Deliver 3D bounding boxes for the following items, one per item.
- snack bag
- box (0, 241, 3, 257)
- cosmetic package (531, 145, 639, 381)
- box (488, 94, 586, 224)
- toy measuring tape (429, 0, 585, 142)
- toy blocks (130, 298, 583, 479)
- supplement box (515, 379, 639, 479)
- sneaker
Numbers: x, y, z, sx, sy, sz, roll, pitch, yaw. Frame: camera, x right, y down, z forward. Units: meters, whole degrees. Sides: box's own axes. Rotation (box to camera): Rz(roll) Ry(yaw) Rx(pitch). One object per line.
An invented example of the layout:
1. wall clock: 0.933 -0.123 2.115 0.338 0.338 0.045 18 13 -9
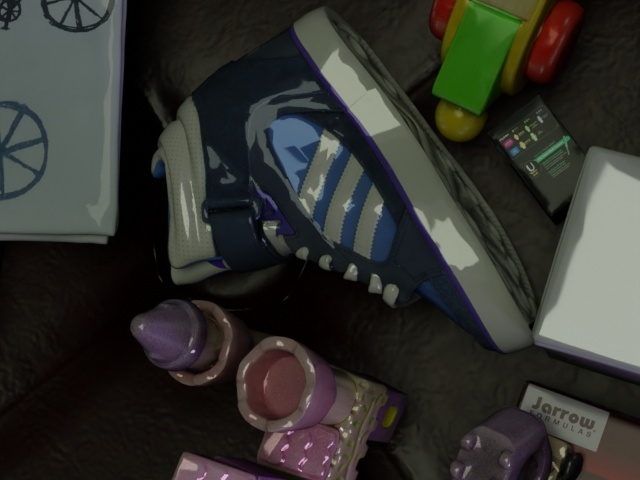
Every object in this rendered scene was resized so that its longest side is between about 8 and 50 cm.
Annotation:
1. snack bag: -0.313 -0.169 0.994 0.323 0.037 0.343 0 84 13
2. box: -0.414 -0.040 1.060 0.257 0.079 0.322 5 84 16
3. cosmetic package: 0.275 0.045 0.804 0.224 0.224 0.138 16 88 14
4. box: 0.179 -0.063 0.924 0.052 0.062 0.083 -38 76 8
5. toy measuring tape: 0.169 -0.228 0.902 0.121 0.121 0.330 27 108 15
6. toy blocks: -0.040 0.204 0.805 0.309 0.260 0.289 19 87 33
7. supplement box: 0.177 0.239 0.883 0.130 0.073 0.239 19 87 16
8. sneaker: 0.000 0.000 0.939 0.236 0.130 0.323 -36 81 17
